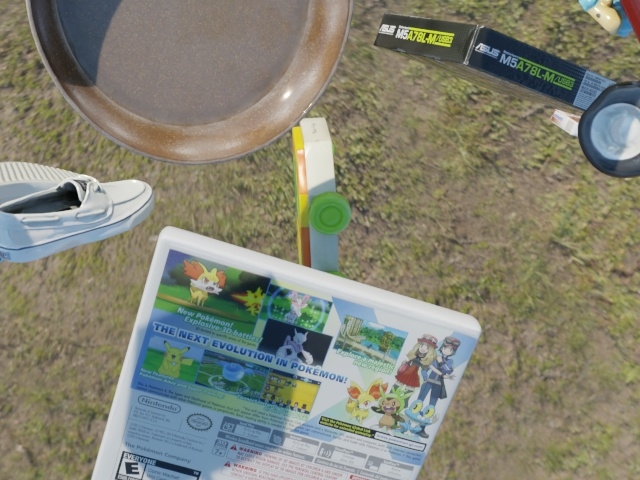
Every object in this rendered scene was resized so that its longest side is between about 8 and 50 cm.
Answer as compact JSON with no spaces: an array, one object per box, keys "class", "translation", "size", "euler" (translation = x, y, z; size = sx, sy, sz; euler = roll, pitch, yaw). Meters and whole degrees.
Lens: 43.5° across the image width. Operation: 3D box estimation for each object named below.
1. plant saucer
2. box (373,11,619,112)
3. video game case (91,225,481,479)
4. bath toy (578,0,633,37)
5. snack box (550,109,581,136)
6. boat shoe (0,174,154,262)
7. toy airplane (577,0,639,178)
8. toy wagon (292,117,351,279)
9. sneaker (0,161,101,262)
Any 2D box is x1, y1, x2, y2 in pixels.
[{"class":"plant saucer","translation":[-0.112,-0.226,0.737],"size":[0.310,0.050,0.311],"euler":[-10,113,-25]},{"class":"box","translation":[0.179,-0.184,0.836],"size":[0.190,0.184,0.045],"euler":[13,104,-27]},{"class":"video game case","translation":[-0.041,0.168,0.827],"size":[0.328,0.036,0.300],"euler":[17,109,-7]},{"class":"bath toy","translation":[0.595,-0.502,1.338],"size":[0.129,0.151,0.348],"euler":[38,134,-1]},{"class":"snack box","translation":[0.419,-0.147,1.143],"size":[0.178,0.064,0.022],"euler":[12,111,-18]},{"class":"boat shoe","translation":[-0.344,-0.049,1.154],"size":[0.095,0.258,0.084],"euler":[27,127,28]},{"class":"toy airplane","translation":[0.240,-0.255,0.478],"size":[0.384,0.386,0.272],"euler":[36,139,-29]},{"class":"toy wagon","translation":[0.000,0.000,1.198],"size":[0.068,0.267,0.345],"euler":[-3,116,-3]},{"class":"sneaker","translation":[-0.521,-0.046,1.358],"size":[0.135,0.366,0.150],"euler":[22,105,24]}]
